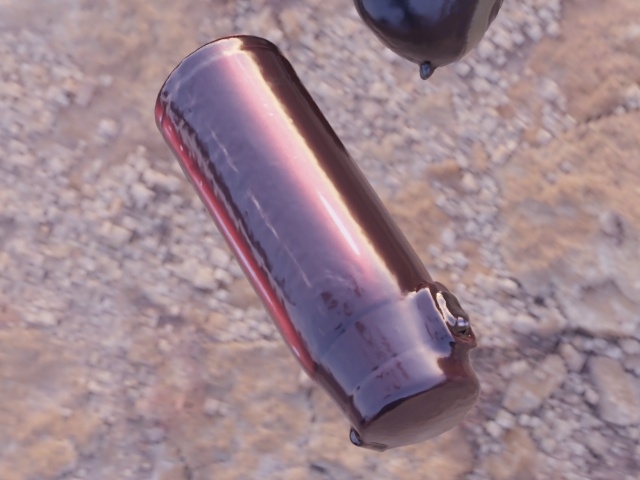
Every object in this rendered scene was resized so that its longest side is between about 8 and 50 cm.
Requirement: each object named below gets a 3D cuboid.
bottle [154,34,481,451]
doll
[{"bbox_3d":[0.000,0.000,0.625,0.060,0.060,0.164,-41,56,13],"label":"bottle"},{"bbox_3d":[0.052,-0.161,0.798,0.102,0.089,0.179,-2,84,61],"label":"doll"}]
